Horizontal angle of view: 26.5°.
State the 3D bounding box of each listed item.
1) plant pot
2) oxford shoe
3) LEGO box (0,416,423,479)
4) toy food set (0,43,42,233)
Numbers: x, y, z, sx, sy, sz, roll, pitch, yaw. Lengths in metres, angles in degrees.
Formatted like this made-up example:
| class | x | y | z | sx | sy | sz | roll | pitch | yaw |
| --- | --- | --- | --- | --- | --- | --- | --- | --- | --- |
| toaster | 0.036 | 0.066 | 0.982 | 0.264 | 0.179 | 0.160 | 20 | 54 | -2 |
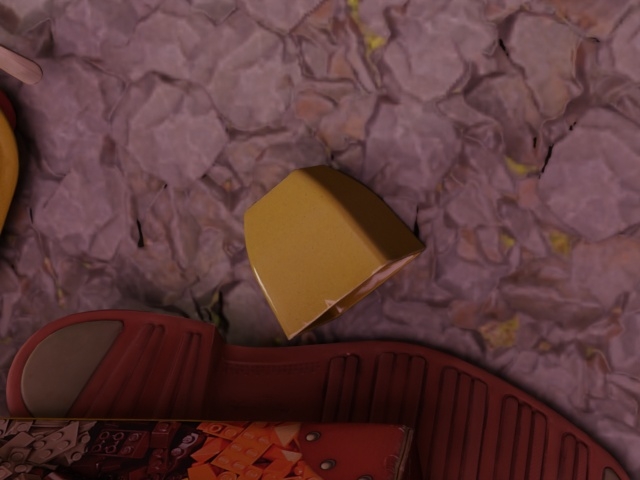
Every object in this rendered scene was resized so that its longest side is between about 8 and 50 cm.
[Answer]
| class | x | y | z | sx | sy | sz | roll | pitch | yaw |
| --- | --- | --- | --- | --- | --- | --- | --- | --- | --- |
| plant pot | 0.000 | 0.000 | 0.841 | 0.081 | 0.081 | 0.083 | -40 | 81 | 21 |
| oxford shoe | 0.002 | 0.150 | 0.870 | 0.397 | 0.140 | 0.146 | 15 | 142 | 6 |
| LEGO box | -0.106 | 0.351 | 0.811 | 0.372 | 0.193 | 0.500 | -2 | 123 | 16 |
| toy food set | -0.266 | -0.057 | 0.913 | 0.128 | 0.071 | 0.218 | 19 | 108 | -14 |
